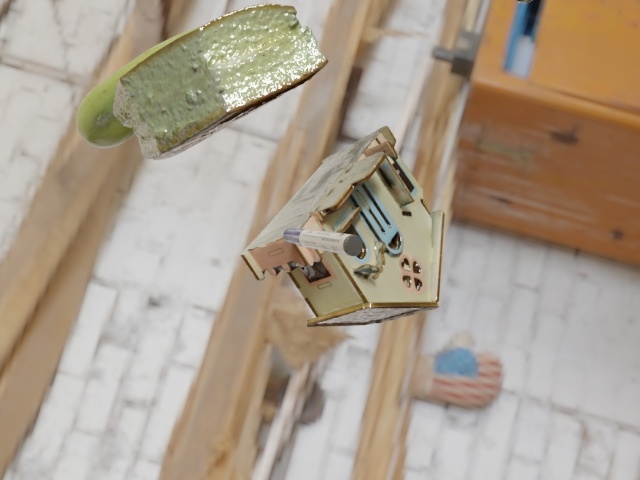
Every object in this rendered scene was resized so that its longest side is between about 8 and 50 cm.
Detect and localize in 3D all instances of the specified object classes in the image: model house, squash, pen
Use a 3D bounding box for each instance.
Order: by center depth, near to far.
[{"bbox_3d":[0.000,0.000,1.743,0.204,0.025,0.025,9,82,68],"label":"pen"},{"bbox_3d":[-0.219,-0.203,1.937,0.250,0.083,0.083,-31,14,18],"label":"squash"},{"bbox_3d":[0.066,0.016,2.105,0.244,0.169,0.326,60,-142,-16],"label":"model house"}]

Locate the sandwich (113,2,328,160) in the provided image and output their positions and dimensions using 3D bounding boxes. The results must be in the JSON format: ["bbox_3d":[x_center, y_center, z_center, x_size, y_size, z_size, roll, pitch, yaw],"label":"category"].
[{"bbox_3d":[-0.121,-0.150,1.468,0.258,0.094,0.096,-28,-3,31],"label":"sandwich"}]

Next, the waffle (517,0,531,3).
[{"bbox_3d":[0.227,-0.462,1.855,0.056,0.309,0.292,-43,-9,-46],"label":"waffle"}]
